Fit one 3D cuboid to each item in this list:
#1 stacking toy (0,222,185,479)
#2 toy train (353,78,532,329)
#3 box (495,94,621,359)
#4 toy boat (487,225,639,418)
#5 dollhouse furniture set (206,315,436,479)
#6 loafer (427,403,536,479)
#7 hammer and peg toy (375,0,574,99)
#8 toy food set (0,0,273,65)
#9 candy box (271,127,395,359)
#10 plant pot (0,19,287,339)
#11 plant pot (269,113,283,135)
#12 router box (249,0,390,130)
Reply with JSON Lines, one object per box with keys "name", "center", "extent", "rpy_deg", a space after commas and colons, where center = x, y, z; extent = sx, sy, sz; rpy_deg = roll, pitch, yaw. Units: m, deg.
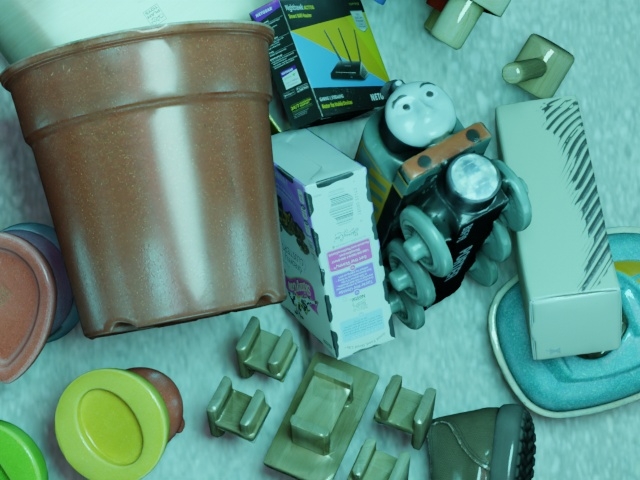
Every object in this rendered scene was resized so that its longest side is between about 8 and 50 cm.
{"name": "stacking toy", "center": [-0.312, 0.151, 1.584], "extent": [0.279, 0.130, 0.309], "rpy_deg": [-37, 87, 16]}
{"name": "toy train", "center": [0.101, -0.036, 1.531], "extent": [0.142, 0.334, 0.190], "rpy_deg": [-30, 75, -15]}
{"name": "box", "center": [0.248, -0.018, 1.576], "extent": [0.094, 0.113, 0.275], "rpy_deg": [-8, 51, 5]}
{"name": "toy boat", "center": [0.347, 0.141, 1.625], "extent": [0.267, 0.148, 0.318], "rpy_deg": [-27, 88, -10]}
{"name": "dollhouse furniture set", "center": [-0.018, 0.242, 1.574], "extent": [0.212, 0.161, 0.242], "rpy_deg": [21, 64, 12]}
{"name": "loafer", "center": [0.144, 0.353, 1.602], "extent": [0.130, 0.134, 0.366], "rpy_deg": [5, 73, 21]}
{"name": "hammer and peg toy", "center": [0.129, -0.287, 1.587], "extent": [0.361, 0.266, 0.127], "rpy_deg": [31, 100, -2]}
{"name": "toy food set", "center": [-0.187, -0.241, 1.637], "extent": [0.306, 0.092, 0.220], "rpy_deg": [-36, 101, -8]}
{"name": "candy box", "center": [0.000, 0.000, 1.548], "extent": [0.070, 0.165, 0.196], "rpy_deg": [-19, 115, -17]}
{"name": "plant pot", "center": [-0.154, -0.050, 1.449], "extent": [0.272, 0.272, 0.265], "rpy_deg": [-10, 87, -9]}
{"name": "plant pot", "center": [-0.093, -0.110, 1.627], "extent": [0.081, 0.083, 0.081], "rpy_deg": [-36, 90, -9]}
{"name": "router box", "center": [0.006, -0.194, 1.608], "extent": [0.046, 0.179, 0.133], "rpy_deg": [-22, 88, 30]}
